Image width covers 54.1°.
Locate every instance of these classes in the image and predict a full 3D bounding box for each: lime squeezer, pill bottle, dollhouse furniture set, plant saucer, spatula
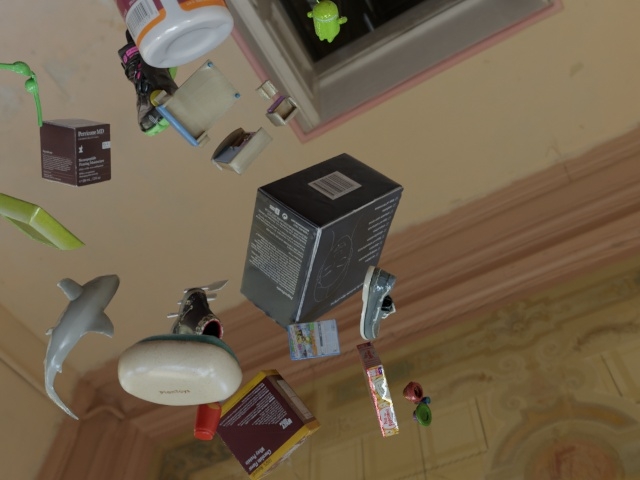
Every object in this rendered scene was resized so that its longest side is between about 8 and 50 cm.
[{"bbox_3d":[-0.921,-0.481,1.938,0.059,0.310,0.110,22,-109,25],"label":"lime squeezer"},{"bbox_3d":[-0.374,-0.609,1.390,0.224,0.392,0.224,-26,180,0],"label":"pill bottle"},{"bbox_3d":[-0.277,-0.372,1.722,0.286,0.303,0.198,-49,-154,-10],"label":"dollhouse furniture set"},{"bbox_3d":[-0.730,-0.039,1.604,0.188,0.188,0.045,16,-115,29],"label":"plant saucer"},{"bbox_3d":[-0.443,0.209,2.214,0.242,0.019,0.168,-11,-141,40],"label":"spatula"}]

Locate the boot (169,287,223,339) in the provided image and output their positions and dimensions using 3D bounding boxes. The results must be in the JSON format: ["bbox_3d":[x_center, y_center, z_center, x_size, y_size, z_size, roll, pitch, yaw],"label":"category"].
[{"bbox_3d":[-0.340,0.268,1.700,0.178,0.085,0.236,39,-64,54],"label":"boot"}]

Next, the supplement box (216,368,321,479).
[{"bbox_3d":[-0.140,0.466,1.597,0.191,0.129,0.194,-43,-106,2],"label":"supplement box"}]

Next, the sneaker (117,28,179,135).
[{"bbox_3d":[-0.542,-0.504,1.947,0.185,0.202,0.483,-33,-131,13],"label":"sneaker"}]

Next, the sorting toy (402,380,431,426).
[{"bbox_3d":[0.214,0.367,1.408,0.042,0.102,0.061,-25,166,40],"label":"sorting toy"}]

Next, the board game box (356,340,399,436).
[{"bbox_3d":[0.145,0.375,1.594,0.045,0.193,0.147,-16,-166,-2],"label":"board game box"}]

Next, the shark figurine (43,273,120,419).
[{"bbox_3d":[-0.439,0.182,1.158,0.116,0.166,0.278,18,-106,10],"label":"shark figurine"}]

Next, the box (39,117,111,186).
[{"bbox_3d":[-0.844,-0.307,2.164,0.167,0.203,0.168,14,-160,23],"label":"box"}]

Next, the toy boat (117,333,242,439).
[{"bbox_3d":[-0.279,0.294,1.345,0.267,0.318,0.148,-3,-133,13],"label":"toy boat"}]

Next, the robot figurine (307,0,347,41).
[{"bbox_3d":[0.016,-0.585,1.663,0.101,0.115,0.067,20,-117,19],"label":"robot figurine"}]

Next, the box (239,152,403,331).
[{"bbox_3d":[0.000,0.000,2.260,0.297,0.471,0.480,34,-140,27],"label":"box"}]

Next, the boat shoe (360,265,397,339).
[{"bbox_3d":[0.187,0.214,1.994,0.099,0.319,0.116,11,-137,13],"label":"boat shoe"}]

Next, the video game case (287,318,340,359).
[{"bbox_3d":[-0.023,0.335,2.125,0.166,0.015,0.119,-7,-104,-1],"label":"video game case"}]
